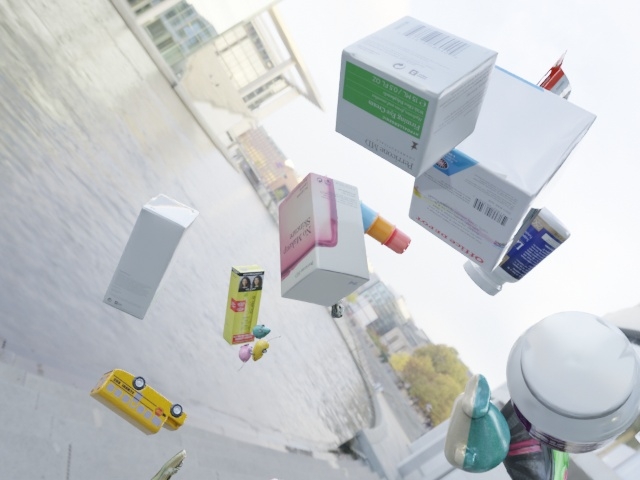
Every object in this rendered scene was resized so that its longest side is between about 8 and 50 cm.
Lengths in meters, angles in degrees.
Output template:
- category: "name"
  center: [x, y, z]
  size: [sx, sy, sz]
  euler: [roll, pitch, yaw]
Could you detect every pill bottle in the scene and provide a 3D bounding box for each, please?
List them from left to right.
- category: "pill bottle"
  center: [0.528, 0.021, 1.391]
  size: [0.153, 0.264, 0.153]
  euler: [35, 22, -17]
- category: "pill bottle"
  center: [0.355, 0.205, 0.723]
  size: [0.169, 0.169, 0.301]
  euler: [56, 3, 34]

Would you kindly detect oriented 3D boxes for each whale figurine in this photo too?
- category: "whale figurine"
  center: [0.369, 0.421, 1.165]
  size: [0.141, 0.216, 0.272]
  euler: [13, -45, 19]

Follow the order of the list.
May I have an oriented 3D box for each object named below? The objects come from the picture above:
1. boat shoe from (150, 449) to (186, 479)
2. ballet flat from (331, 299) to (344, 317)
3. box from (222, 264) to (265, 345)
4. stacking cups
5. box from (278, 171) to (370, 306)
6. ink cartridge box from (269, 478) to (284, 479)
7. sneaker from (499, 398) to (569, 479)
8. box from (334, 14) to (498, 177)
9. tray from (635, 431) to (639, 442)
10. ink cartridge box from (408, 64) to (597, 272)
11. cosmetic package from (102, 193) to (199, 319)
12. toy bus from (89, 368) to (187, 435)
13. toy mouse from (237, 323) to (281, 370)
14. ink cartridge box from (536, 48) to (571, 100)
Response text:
- category: "boat shoe"
  center: [-0.404, 0.623, 1.361]
  size: [0.048, 0.153, 0.056]
  euler: [44, 7, 10]
- category: "ballet flat"
  center: [0.047, 0.174, 1.429]
  size: [0.041, 0.041, 0.114]
  euler: [-126, -158, -52]
- category: "box"
  center: [-0.227, 0.189, 1.498]
  size: [0.058, 0.087, 0.232]
  euler: [29, -67, 49]
- category: "stacking cups"
  center: [0.124, -0.071, 1.477]
  size: [0.316, 0.096, 0.096]
  euler: [32, -1, -4]
- category: "box"
  center: [0.000, 0.000, 1.069]
  size: [0.127, 0.148, 0.232]
  euler: [15, 54, -29]
- category: "ink cartridge box"
  center: [-0.118, 0.384, 0.609]
  size: [0.283, 0.207, 0.117]
  euler: [94, -28, -64]
- category: "sneaker"
  center: [0.542, 0.539, 1.339]
  size: [0.202, 0.482, 0.185]
  euler: [4, -24, 30]
- category: "box"
  center: [0.083, -0.132, 0.460]
  size: [0.101, 0.102, 0.087]
  euler: [35, -34, 25]
- category: "tray"
  center: [1.036, 0.606, 1.447]
  size: [0.030, 0.145, 0.270]
  euler: [40, 12, -11]
- category: "ink cartridge box"
  center: [0.299, -0.117, 0.898]
  size: [0.198, 0.197, 0.270]
  euler: [37, -19, 21]
- category: "cosmetic package"
  center: [-0.561, 0.049, 1.687]
  size: [0.155, 0.365, 0.197]
  euler: [28, 18, -8]
- category: "toy bus"
  center: [-0.656, 0.599, 1.858]
  size: [0.333, 0.108, 0.130]
  euler: [45, 45, -19]
- category: "toy mouse"
  center: [-0.185, 0.277, 1.391]
  size: [0.031, 0.161, 0.143]
  euler: [39, 5, -25]
- category: "ink cartridge box"
  center: [0.457, -0.276, 1.036]
  size: [0.045, 0.145, 0.179]
  euler: [41, -3, 20]
